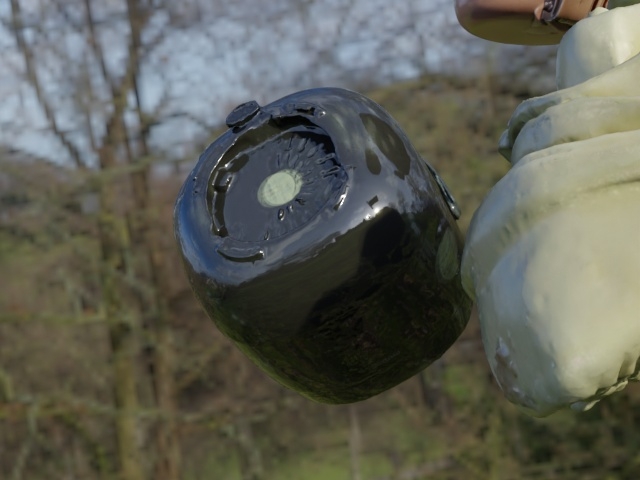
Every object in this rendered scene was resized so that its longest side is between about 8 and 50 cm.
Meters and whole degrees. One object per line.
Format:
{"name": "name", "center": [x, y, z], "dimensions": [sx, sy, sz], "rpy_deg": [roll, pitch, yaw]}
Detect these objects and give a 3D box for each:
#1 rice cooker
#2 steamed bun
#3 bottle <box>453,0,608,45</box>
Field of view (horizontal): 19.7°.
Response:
{"name": "rice cooker", "center": [0.000, 0.000, 1.666], "dimensions": [0.267, 0.267, 0.224], "rpy_deg": [-8, -35, 27]}
{"name": "steamed bun", "center": [0.224, -0.041, 1.325], "dimensions": [0.324, 0.219, 0.310], "rpy_deg": [-44, -13, 12]}
{"name": "bottle", "center": [0.201, -0.328, 1.667], "dimensions": [0.173, 0.296, 0.206], "rpy_deg": [8, -8, -27]}
